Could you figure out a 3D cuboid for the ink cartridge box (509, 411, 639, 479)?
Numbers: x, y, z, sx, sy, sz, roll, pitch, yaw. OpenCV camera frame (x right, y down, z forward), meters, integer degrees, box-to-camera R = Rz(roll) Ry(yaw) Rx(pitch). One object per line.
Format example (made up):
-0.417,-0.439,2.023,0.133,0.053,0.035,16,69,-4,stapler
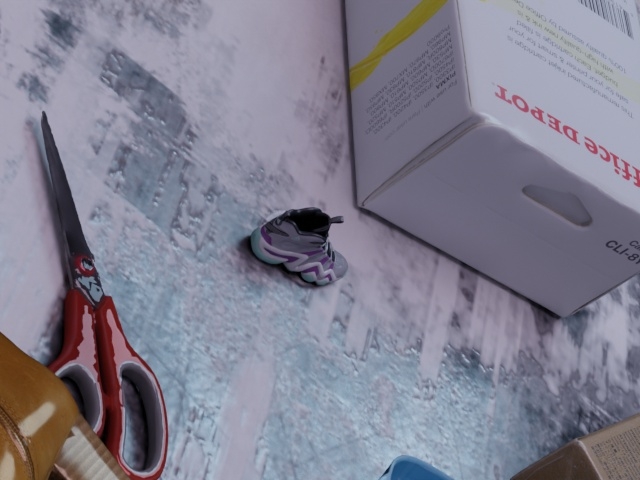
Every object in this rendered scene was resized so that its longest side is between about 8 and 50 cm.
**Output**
0.290,0.268,1.451,0.193,0.088,0.234,-8,65,-53,ink cartridge box

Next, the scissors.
-0.159,0.039,1.211,0.109,0.021,0.297,22,43,-32,scissors

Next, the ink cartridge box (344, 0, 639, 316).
0.174,-0.157,1.634,0.279,0.160,0.384,27,42,-31,ink cartridge box

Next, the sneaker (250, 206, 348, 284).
0.000,0.000,1.376,0.098,0.069,0.038,17,48,-40,sneaker

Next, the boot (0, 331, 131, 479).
-0.238,0.147,0.966,0.211,0.104,0.295,45,32,0,boot

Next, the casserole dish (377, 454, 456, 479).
0.102,0.242,1.307,0.188,0.037,0.114,34,38,-25,casserole dish
